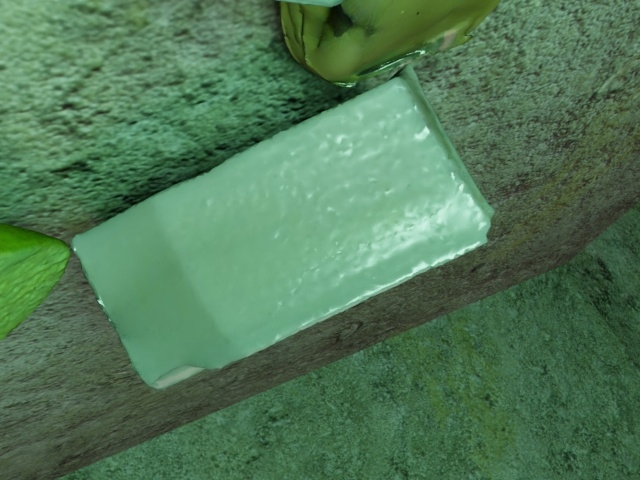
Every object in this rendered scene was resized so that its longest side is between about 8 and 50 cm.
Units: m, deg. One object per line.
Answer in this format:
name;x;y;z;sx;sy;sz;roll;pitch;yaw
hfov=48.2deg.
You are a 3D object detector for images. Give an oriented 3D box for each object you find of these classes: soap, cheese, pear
soap;-0.053;-0.007;0.893;0.435;0.212;0.350;-27;-176;0
cheese;0.076;-0.276;0.670;0.260;0.128;0.316;-31;168;-3
pear;-0.386;0.038;0.735;0.239;0.139;0.288;-27;166;-33

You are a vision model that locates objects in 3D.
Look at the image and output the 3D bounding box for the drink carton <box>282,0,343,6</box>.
drink carton;-0.032;-0.285;0.455;0.191;0.185;0.189;-7;140;-41
